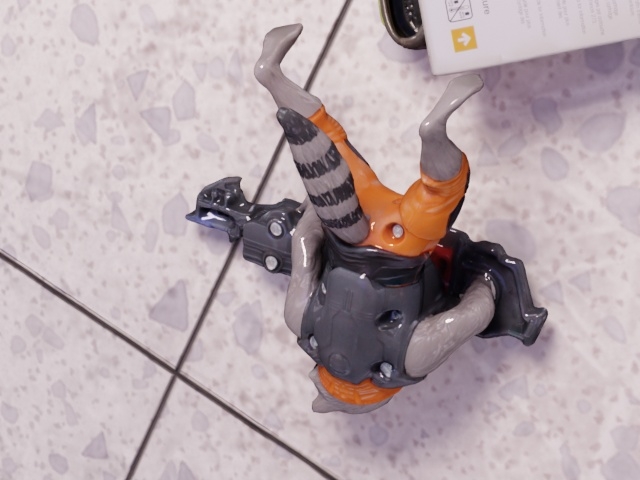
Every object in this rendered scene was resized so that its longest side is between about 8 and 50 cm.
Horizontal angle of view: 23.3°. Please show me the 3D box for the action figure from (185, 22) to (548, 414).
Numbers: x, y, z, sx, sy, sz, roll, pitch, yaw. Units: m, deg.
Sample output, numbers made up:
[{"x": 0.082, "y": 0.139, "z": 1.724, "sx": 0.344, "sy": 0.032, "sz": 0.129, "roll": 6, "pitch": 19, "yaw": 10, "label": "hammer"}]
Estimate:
[{"x": 0.000, "y": 0.000, "z": 1.256, "sx": 0.341, "sy": 0.178, "sz": 0.330, "roll": 12, "pitch": 125, "yaw": 27, "label": "action figure"}]

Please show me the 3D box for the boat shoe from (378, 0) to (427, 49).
[{"x": 0.087, "y": -0.265, "z": 1.234, "sx": 0.081, "sy": 0.068, "sz": 0.228, "roll": 6, "pitch": 103, "yaw": 24, "label": "boat shoe"}]

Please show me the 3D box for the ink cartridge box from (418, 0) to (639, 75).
[{"x": 0.248, "y": -0.241, "z": 1.143, "sx": 0.370, "sy": 0.069, "sz": 0.176, "roll": -10, "pitch": 97, "yaw": 13, "label": "ink cartridge box"}]
